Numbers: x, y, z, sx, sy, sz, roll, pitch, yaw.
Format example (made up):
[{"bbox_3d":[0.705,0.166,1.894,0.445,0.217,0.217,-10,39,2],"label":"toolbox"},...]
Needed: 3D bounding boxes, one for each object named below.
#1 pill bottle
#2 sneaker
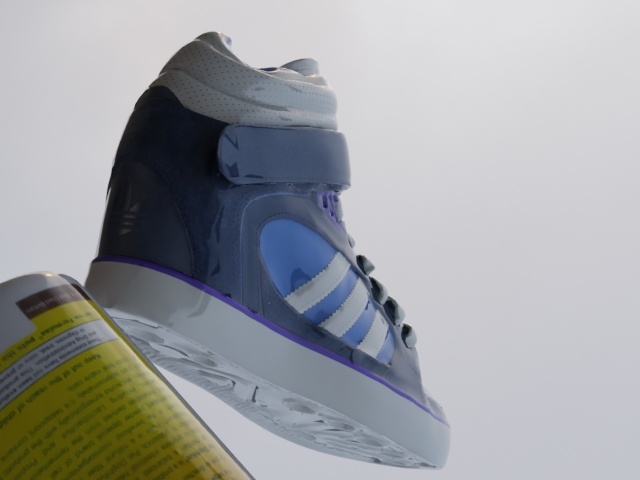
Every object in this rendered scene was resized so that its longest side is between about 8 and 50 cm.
[{"bbox_3d":[-0.090,0.124,0.621,0.117,0.215,0.117,-41,167,-12],"label":"pill bottle"},{"bbox_3d":[-0.001,0.000,0.948,0.130,0.323,0.236,-5,-120,47],"label":"sneaker"}]
